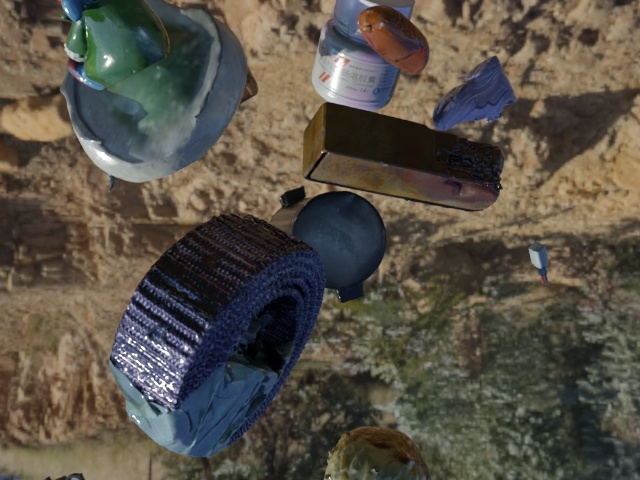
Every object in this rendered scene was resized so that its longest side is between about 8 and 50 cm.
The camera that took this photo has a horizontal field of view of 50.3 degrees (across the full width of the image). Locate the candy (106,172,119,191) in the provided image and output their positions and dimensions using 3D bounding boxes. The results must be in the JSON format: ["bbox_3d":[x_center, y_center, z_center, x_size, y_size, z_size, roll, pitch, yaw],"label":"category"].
[{"bbox_3d":[-0.493,-0.183,1.687,0.043,0.045,0.175,5,-142,12],"label":"candy"}]

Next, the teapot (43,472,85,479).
[{"bbox_3d":[-0.489,0.469,1.273,0.121,0.068,0.076,-33,177,10],"label":"teapot"}]

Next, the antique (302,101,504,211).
[{"bbox_3d":[0.132,-0.119,1.023,0.309,0.087,0.093,10,156,-18],"label":"antique"}]

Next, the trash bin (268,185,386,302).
[{"bbox_3d":[0.000,0.000,1.508,0.202,0.252,0.301,-18,-174,-14],"label":"trash bin"}]

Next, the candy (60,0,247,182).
[{"bbox_3d":[-0.364,-0.328,1.494,0.386,0.427,0.186,12,163,5],"label":"candy"}]

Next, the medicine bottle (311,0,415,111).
[{"bbox_3d":[0.117,-0.529,1.832,0.241,0.302,0.241,10,-140,-8],"label":"medicine bottle"}]

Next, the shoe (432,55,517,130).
[{"bbox_3d":[0.392,-0.341,1.717,0.245,0.137,0.095,-45,-169,-14],"label":"shoe"}]

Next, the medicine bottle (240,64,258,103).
[{"bbox_3d":[-0.267,-0.439,1.689,0.149,0.222,0.112,-28,171,1],"label":"medicine bottle"}]

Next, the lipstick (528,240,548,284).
[{"bbox_3d":[0.441,0.051,1.362,0.025,0.107,0.025,-37,-142,-16],"label":"lipstick"}]

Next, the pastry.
[{"bbox_3d":[0.136,0.551,1.626,0.255,0.237,0.170,11,149,21],"label":"pastry"}]

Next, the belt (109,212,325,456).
[{"bbox_3d":[-0.099,0.106,0.754,0.122,0.260,0.325,30,170,17],"label":"belt"}]

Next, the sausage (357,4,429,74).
[{"bbox_3d":[0.144,-0.387,1.306,0.089,0.089,0.179,-3,158,44],"label":"sausage"}]

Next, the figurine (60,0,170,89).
[{"bbox_3d":[-0.281,-0.306,0.813,0.127,0.234,0.185,-43,-156,-26],"label":"figurine"}]
